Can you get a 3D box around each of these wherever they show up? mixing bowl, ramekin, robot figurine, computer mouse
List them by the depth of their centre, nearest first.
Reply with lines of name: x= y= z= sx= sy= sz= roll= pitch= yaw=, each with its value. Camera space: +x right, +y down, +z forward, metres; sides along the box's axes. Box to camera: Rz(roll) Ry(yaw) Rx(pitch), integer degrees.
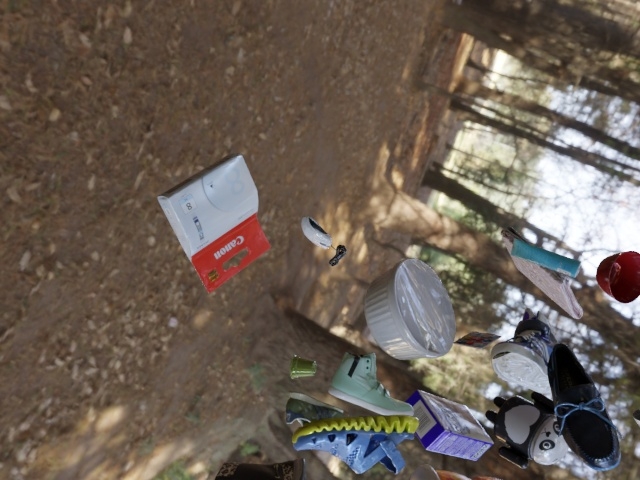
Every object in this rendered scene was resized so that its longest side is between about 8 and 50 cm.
ramekin: x=0.230 y=0.190 z=1.599 sx=0.127 sy=0.273 sz=0.273 roll=-26 pitch=-161 yaw=36
computer mouse: x=0.000 y=0.000 z=2.036 sx=0.042 sy=0.193 sz=0.106 roll=-45 pitch=177 yaw=-37
mixing bowl: x=1.005 y=0.117 z=2.054 sx=0.098 sy=0.181 sz=0.181 roll=15 pitch=-99 yaw=65
robot figurine: x=0.703 y=0.637 z=2.055 sx=0.174 sy=0.278 sz=0.209 roll=-8 pitch=112 yaw=-40

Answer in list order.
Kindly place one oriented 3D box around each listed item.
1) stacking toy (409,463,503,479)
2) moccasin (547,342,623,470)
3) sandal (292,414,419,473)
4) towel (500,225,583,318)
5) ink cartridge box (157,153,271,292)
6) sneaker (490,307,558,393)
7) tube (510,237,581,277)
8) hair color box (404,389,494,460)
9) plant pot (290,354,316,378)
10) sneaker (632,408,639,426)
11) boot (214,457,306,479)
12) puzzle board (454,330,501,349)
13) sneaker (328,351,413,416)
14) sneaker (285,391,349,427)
stacking toy: x=0.467 y=0.682 z=1.424 sx=0.350 sy=0.480 sz=0.350 roll=174 pitch=-90 yaw=-84
moccasin: x=0.627 y=0.400 z=1.501 sx=0.342 sy=0.138 sz=0.116 roll=-97 pitch=165 yaw=-57
sandal: x=0.089 y=0.488 z=1.443 sx=0.126 sy=0.317 sz=0.138 roll=137 pitch=-46 yaw=-72
towel: x=0.828 y=0.120 z=2.267 sx=0.053 sy=0.332 sz=0.317 roll=-40 pitch=137 yaw=3
ink cartridge box: x=-0.327 y=-0.055 z=2.044 sx=0.308 sy=0.091 sz=0.385 roll=-38 pitch=117 yaw=-31
sneaker: x=0.589 y=0.291 z=1.767 sx=0.130 sy=0.323 sz=0.236 roll=-33 pitch=-139 yaw=35
tube: x=0.692 y=0.055 z=1.871 sx=0.052 sy=0.207 sz=0.080 roll=-47 pitch=148 yaw=-38
hair color box: x=0.451 y=0.659 z=2.152 sx=0.110 sy=0.185 sz=0.339 roll=-48 pitch=134 yaw=13
plant pot: x=-0.058 y=0.451 z=2.145 sx=0.083 sy=0.079 sz=0.083 roll=1 pitch=90 yaw=-74
sneaker: x=0.925 y=0.506 z=1.633 sx=0.054 sy=0.061 sz=0.152 roll=-38 pitch=-158 yaw=-18
boot: x=-0.199 y=0.824 z=1.891 sx=0.377 sy=0.284 sz=0.138 roll=-74 pitch=163 yaw=-66
puzzle board: x=0.511 y=0.322 z=1.976 sx=0.096 sy=0.128 sz=0.011 roll=-23 pitch=102 yaw=-30
sneaker: x=0.166 y=0.409 z=1.738 sx=0.094 sy=0.256 sz=0.151 roll=139 pitch=-29 yaw=-85
sneaker: x=-0.014 y=0.454 z=1.543 sx=0.064 sy=0.192 sz=0.086 roll=-18 pitch=-131 yaw=50
